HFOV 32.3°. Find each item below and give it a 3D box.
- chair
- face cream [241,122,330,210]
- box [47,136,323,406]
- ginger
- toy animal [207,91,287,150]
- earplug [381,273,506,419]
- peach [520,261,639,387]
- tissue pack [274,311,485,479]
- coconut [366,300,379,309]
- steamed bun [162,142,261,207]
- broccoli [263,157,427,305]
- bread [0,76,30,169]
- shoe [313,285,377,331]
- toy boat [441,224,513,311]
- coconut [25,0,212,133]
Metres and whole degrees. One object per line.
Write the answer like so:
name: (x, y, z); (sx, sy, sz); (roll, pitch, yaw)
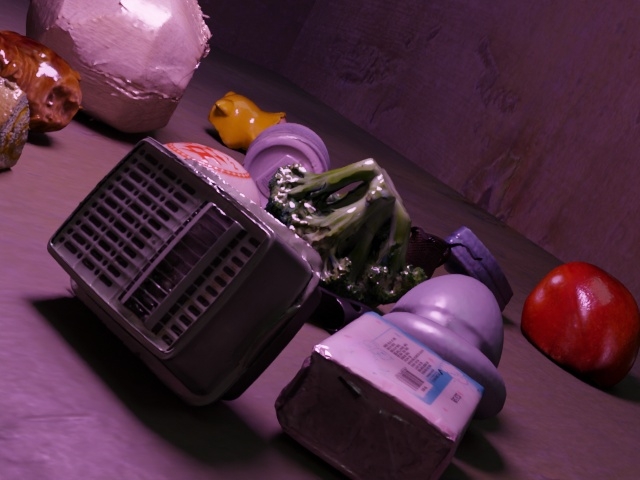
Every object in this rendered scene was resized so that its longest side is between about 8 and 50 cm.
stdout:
chair: (0.187, 0.043, 2.156); (0.174, 0.149, 0.213); (20, 11, -29)
face cream: (-0.069, -0.141, 2.229); (0.177, 0.177, 0.153); (28, 14, -5)
box: (-0.150, 0.035, 1.253); (0.290, 0.220, 0.166); (37, -7, 35)
ginger: (-0.570, -0.292, 1.788); (0.274, 0.152, 0.357); (36, 13, 31)
toy animal: (-0.155, -0.268, 2.646); (0.230, 0.156, 0.156); (32, 12, -2)
earplug: (0.184, 0.151, 1.616); (0.214, 0.175, 0.325); (36, 13, 1)
peach: (0.559, 0.178, 2.343); (0.248, 0.245, 0.275); (-2, 30, -7)
tissue pack: (0.079, 0.195, 1.331); (0.201, 0.124, 0.271); (30, 11, 11)
coconut: (0.083, 0.080, 1.921); (0.083, 0.081, 0.082); (6, -13, -34)
steamed bun: (-0.194, -0.079, 1.778); (0.232, 0.145, 0.232); (28, 12, -7)
broccoli: (0.038, -0.012, 1.780); (0.294, 0.245, 0.265); (48, 26, -10)
bread: (-0.476, -0.146, 1.560); (0.103, 0.156, 0.110); (22, 45, -1)
shoe: (0.019, 0.115, 1.689); (0.159, 0.062, 0.053); (29, 35, -22)
toy boat: (0.319, 0.062, 2.307); (0.127, 0.078, 0.283); (42, -6, 39)
coconut: (-0.409, -0.400, 2.167); (0.360, 0.346, 0.346); (28, 12, -10)
